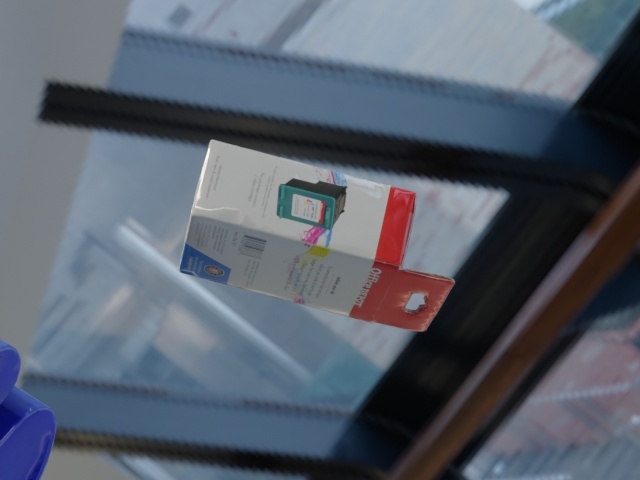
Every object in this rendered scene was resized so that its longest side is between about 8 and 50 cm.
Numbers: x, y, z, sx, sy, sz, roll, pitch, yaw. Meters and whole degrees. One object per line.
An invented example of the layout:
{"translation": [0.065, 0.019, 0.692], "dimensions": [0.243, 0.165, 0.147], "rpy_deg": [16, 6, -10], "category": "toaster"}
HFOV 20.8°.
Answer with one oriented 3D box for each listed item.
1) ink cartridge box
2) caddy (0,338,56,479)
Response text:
{"translation": [0.000, 0.000, 1.526], "dimensions": [0.134, 0.231, 0.078], "rpy_deg": [113, 171, -65], "category": "ink cartridge box"}
{"translation": [-0.394, 0.202, 1.542], "dimensions": [0.341, 0.179, 0.241], "rpy_deg": [-58, -27, -26], "category": "caddy"}
